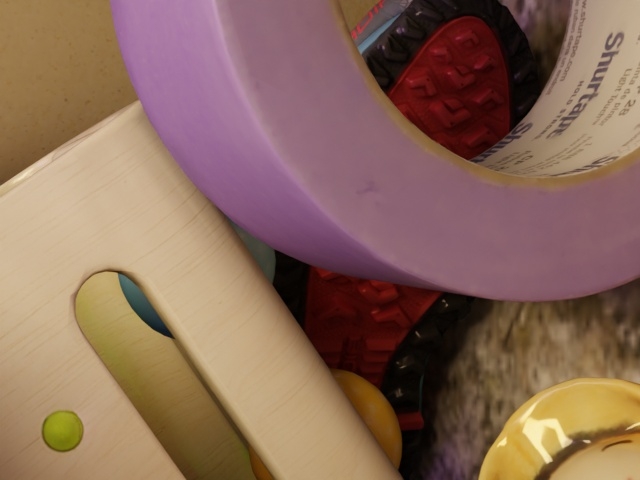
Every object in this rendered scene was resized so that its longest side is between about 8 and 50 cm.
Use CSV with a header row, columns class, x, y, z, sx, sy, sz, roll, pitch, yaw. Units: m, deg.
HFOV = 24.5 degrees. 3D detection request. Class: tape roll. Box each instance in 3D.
class,x,y,z,sx,sy,sz,roll,pitch,yaw
tape roll,0.041,-0.079,0.414,0.080,0.189,0.189,-175,87,-65

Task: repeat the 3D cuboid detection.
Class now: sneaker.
class,x,y,z,sx,sy,sz,roll,pitch,yaw
sneaker,0.000,0.000,0.597,0.125,0.104,0.262,-114,37,-49

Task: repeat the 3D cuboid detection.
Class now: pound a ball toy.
class,x,y,z,sx,sy,sz,roll,pitch,yaw
pound a ball toy,0.002,0.110,0.462,0.319,0.136,0.208,56,156,-10

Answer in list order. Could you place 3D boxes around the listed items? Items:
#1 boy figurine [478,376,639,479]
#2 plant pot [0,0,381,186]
class,x,y,z,sx,sy,sz,roll,pitch,yaw
boy figurine,0.109,0.090,0.325,0.177,0.092,0.285,-49,10,3
plant pot,-0.116,-0.102,0.644,0.256,0.274,0.256,-175,90,-66
